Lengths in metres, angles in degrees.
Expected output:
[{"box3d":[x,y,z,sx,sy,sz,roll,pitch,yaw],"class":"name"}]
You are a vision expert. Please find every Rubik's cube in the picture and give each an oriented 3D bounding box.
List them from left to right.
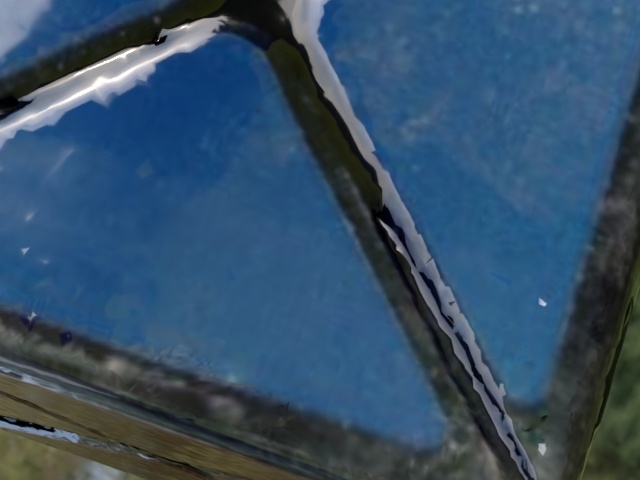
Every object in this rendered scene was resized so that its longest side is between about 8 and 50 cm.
[{"box3d":[-0.009,-0.041,0.612,0.255,0.259,0.260,82,-150,-76],"class":"Rubik's cube"}]
